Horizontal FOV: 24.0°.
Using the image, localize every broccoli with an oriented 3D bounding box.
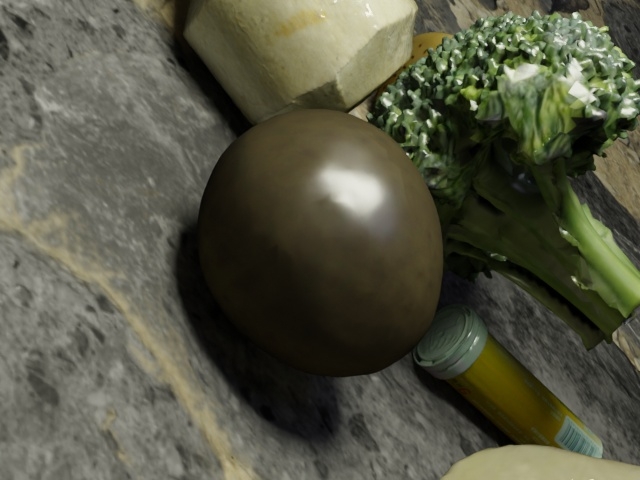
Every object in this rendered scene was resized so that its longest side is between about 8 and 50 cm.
[{"bbox_3d":[0.190,-0.077,1.358,0.301,0.375,0.249,27,60,-5],"label":"broccoli"}]

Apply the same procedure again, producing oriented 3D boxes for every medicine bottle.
[{"bbox_3d":[0.183,0.152,1.442,0.218,0.074,0.074,43,29,-26],"label":"medicine bottle"}]

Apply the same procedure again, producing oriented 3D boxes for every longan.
[{"bbox_3d":[0.000,0.000,1.183,0.196,0.196,0.220,20,48,-49],"label":"longan"}]

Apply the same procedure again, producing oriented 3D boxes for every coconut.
[{"bbox_3d":[-0.024,-0.218,1.385,0.222,0.202,0.202,55,27,-4],"label":"coconut"}]

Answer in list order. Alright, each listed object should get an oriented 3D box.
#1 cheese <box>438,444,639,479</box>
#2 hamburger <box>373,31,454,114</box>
[{"bbox_3d":[0.191,0.291,1.223,0.247,0.251,0.174,21,40,12],"label":"cheese"},{"bbox_3d":[0.134,-0.147,1.614,0.136,0.175,0.175,14,46,-35],"label":"hamburger"}]
